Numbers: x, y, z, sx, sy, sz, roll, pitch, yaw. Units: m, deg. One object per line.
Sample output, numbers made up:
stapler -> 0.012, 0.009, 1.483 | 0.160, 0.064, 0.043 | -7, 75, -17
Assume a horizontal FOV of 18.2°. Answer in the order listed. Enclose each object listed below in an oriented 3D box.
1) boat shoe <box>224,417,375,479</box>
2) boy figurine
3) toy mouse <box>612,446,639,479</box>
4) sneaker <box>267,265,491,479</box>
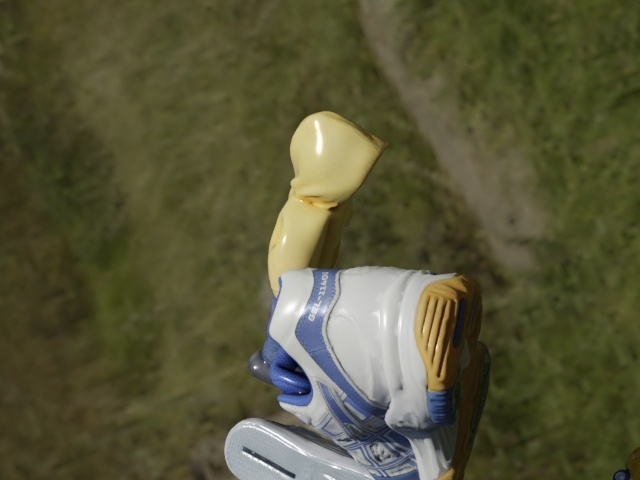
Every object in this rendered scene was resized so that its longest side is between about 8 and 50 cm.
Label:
boat shoe -> 0.025, 0.210, 1.688 | 0.226, 0.076, 0.083 | 34, 111, 26
boy figurine -> 0.000, 0.000, 1.908 | 0.177, 0.092, 0.285 | -55, -17, -58
toy mouse -> 0.259, 0.196, 1.447 | 0.031, 0.161, 0.143 | 24, 157, 43
sneaker -> 0.038, 0.093, 1.302 | 0.296, 0.131, 0.111 | 80, -157, -59
